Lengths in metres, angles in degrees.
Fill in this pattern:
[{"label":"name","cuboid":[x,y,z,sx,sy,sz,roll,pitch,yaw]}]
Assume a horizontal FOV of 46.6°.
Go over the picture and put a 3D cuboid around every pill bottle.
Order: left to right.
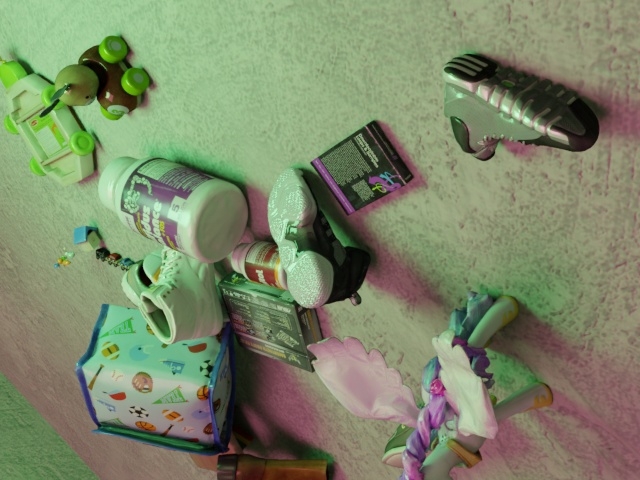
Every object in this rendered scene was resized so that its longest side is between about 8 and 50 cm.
[{"label":"pill bottle","cuboid":[-0.311,-0.076,1.526,0.301,0.169,0.169,21,133,31]},{"label":"pill bottle","cuboid":[-0.104,0.047,1.492,0.152,0.086,0.086,11,128,39]}]

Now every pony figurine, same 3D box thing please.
[{"label":"pony figurine","cuboid":[0.194,0.241,1.137,0.302,0.363,0.351,-4,118,46]}]

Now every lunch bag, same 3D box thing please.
[{"label":"lunch bag","cuboid":[-0.374,0.368,1.775,0.327,0.239,0.385,10,136,4]}]

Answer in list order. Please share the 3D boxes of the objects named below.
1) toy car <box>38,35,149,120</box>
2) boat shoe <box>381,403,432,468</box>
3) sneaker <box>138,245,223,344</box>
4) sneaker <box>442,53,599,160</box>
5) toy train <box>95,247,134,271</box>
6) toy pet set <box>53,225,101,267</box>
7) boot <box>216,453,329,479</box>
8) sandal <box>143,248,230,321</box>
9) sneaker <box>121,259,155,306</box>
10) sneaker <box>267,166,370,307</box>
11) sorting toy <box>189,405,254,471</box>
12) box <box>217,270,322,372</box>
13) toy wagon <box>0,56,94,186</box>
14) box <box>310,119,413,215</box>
[{"label":"toy car","cuboid":[-0.466,-0.296,1.481,0.155,0.188,0.149,-26,101,51]},{"label":"boat shoe","cuboid":[0.210,0.375,1.452,0.109,0.091,0.305,15,146,-16]},{"label":"sneaker","cuboid":[-0.317,0.076,1.598,0.108,0.169,0.293,-22,82,36]},{"label":"sneaker","cuboid":[0.258,-0.150,0.996,0.228,0.086,0.132,38,146,31]},{"label":"toy train","cuboid":[-0.543,0.050,1.970,0.158,0.027,0.036,18,121,34]},{"label":"toy pet set","cuboid":[-0.648,0.003,1.962,0.114,0.122,0.065,-13,120,28]},{"label":"boot","cuboid":[-0.116,0.616,1.907,0.280,0.096,0.264,1,134,-2]},{"label":"sandal","cuboid":[-0.312,0.124,1.744,0.265,0.102,0.076,35,137,15]},{"label":"sneaker","cuboid":[-0.388,0.161,1.853,0.271,0.100,0.108,45,136,7]},{"label":"sneaker","cuboid":[0.000,0.000,1.342,0.101,0.153,0.269,-33,60,36]},{"label":"sorting toy","cuboid":[-0.300,0.518,2.063,0.255,0.089,0.257,-7,115,46]},{"label":"box","cuboid":[-0.105,0.175,1.621,0.231,0.056,0.183,12,129,39]},{"label":"toy wagon","cuboid":[-0.669,-0.295,1.778,0.267,0.068,0.344,-11,112,47]},{"label":"box","cuboid":[0.066,-0.118,1.240,0.116,0.029,0.162,55,143,-7]}]
